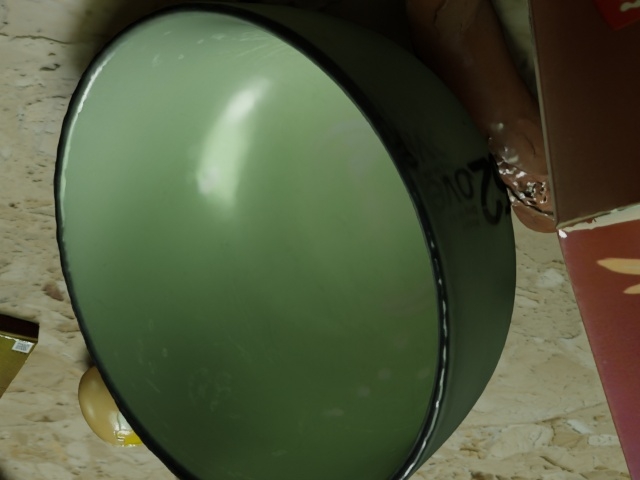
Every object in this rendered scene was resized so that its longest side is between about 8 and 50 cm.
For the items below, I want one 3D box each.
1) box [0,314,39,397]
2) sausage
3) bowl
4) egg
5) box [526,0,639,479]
[{"bbox_3d":[-0.311,0.105,1.471,0.090,0.023,0.133,15,139,-22],"label":"box"},{"bbox_3d":[0.123,-0.100,1.182,0.078,0.078,0.304,-17,139,19],"label":"sausage"},{"bbox_3d":[0.000,0.000,1.151,0.185,0.354,0.354,-20,161,-45],"label":"bowl"},{"bbox_3d":[-0.178,0.143,1.486,0.071,0.071,0.083,-21,137,23],"label":"egg"},{"bbox_3d":[0.219,-0.043,1.036,0.122,0.344,0.385,-11,141,13],"label":"box"}]
